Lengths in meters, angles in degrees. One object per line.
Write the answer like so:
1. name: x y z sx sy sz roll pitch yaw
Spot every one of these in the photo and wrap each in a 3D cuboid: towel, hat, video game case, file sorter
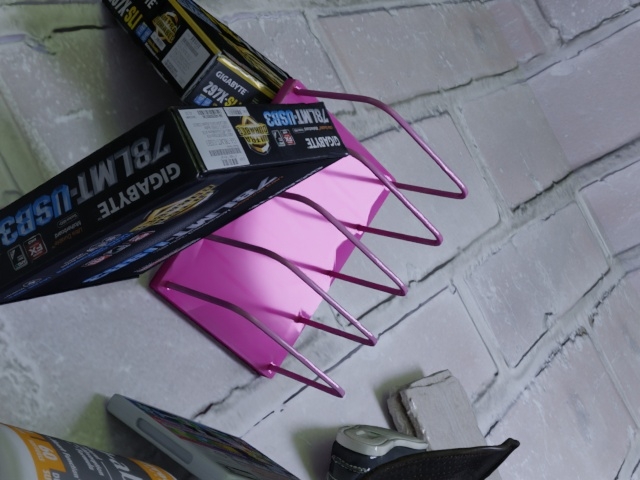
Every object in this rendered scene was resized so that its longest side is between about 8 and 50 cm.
1. towel: 0.188 0.320 1.828 0.187 0.049 0.282 -5 71 -61
2. hat: 0.071 0.320 1.267 0.331 0.331 0.134 15 42 -57
3. video game case: -0.090 0.221 1.309 0.183 0.023 0.201 27 -2 42
4. file sorter: 0.000 0.000 1.469 0.202 0.182 0.291 43 73 -34

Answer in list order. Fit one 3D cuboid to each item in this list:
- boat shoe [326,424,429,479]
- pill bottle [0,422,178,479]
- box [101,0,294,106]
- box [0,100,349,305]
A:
1. boat shoe: 0.069 0.273 1.646 0.233 0.084 0.079 10 94 -67
2. pill bottle: -0.196 0.246 1.061 0.278 0.162 0.162 27 42 -50
3. box: -0.098 -0.192 1.646 0.322 0.079 0.257 33 11 -45
4. box: -0.159 -0.035 1.245 0.293 0.295 0.073 -10 74 -64
